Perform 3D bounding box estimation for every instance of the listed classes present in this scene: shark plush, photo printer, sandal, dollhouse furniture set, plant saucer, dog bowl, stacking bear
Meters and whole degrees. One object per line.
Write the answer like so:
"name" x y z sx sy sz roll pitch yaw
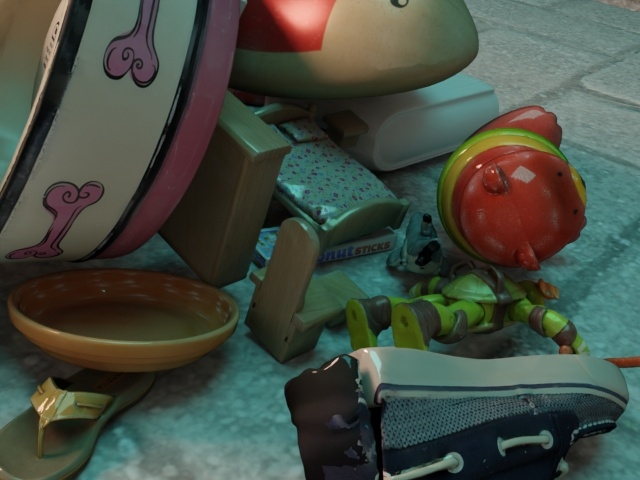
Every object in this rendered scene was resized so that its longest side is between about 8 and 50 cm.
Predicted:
"shark plush" 0.105 0.001 0.886 0.073 0.067 0.161 10 2 13
"photo printer" 0.086 -0.203 1.256 0.256 0.107 0.307 29 35 36
"sandal" -0.192 0.127 0.643 0.072 0.049 0.180 18 30 17
"dollhouse furniture set" 0.020 -0.080 0.885 0.355 0.174 0.303 -20 53 -40
"plant saucer" -0.172 0.070 0.727 0.199 0.037 0.200 7 14 -2
"dog bowl" -0.220 -0.163 0.762 0.150 0.408 0.408 16 21 -32
"stacking bear" 0.204 -0.044 0.866 0.164 0.176 0.289 -17 5 12

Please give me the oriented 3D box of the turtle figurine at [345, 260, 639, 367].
"turtle figurine" 0.148 0.067 0.755 0.217 0.087 0.269 -7 19 -34

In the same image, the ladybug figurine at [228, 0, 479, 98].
"ladybug figurine" 0.001 -0.295 1.087 0.449 0.162 0.305 14 31 42

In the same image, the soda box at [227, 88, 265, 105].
"soda box" -0.203 -0.292 1.359 0.263 0.092 0.083 6 26 -4

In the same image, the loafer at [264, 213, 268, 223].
"loafer" -0.130 -0.049 0.983 0.148 0.056 0.050 27 70 17

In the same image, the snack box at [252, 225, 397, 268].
"snack box" 0.000 0.000 0.954 0.178 0.022 0.064 -10 34 -30

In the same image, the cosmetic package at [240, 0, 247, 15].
"cosmetic package" -0.211 -0.262 1.071 0.097 0.284 0.377 23 25 -23

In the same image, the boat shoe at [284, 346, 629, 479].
"boat shoe" 0.126 0.173 0.603 0.340 0.127 0.158 8 62 -36
